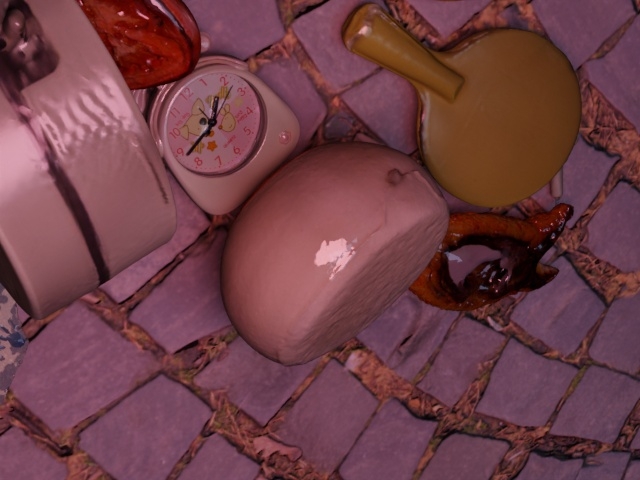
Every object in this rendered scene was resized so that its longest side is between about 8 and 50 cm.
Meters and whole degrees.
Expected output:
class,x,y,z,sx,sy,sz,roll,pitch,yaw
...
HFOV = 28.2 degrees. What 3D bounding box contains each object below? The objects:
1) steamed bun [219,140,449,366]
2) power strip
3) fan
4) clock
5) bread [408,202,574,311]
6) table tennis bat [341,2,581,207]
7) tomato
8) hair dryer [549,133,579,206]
class,x,y,z,sx,sy,sz,roll,pitch,yaw
steamed bun,0.000,0.000,1.442,0.283,0.177,0.283,-40,162,-16
power strip,-0.283,-0.108,1.160,0.161,0.357,0.358,-32,121,-17
fan,-0.385,0.111,1.396,0.131,0.009,0.240,1,109,-29
clock,-0.124,-0.134,1.412,0.151,0.062,0.191,-45,123,-6
bread,0.211,0.018,1.648,0.268,0.095,0.139,-11,127,-38
table tennis bat,0.172,-0.177,1.552,0.368,0.054,0.224,27,95,-30
tomato,-0.206,-0.240,1.290,0.174,0.166,0.082,57,38,-35
hair dryer,0.307,-0.098,1.686,0.063,0.038,0.124,-20,125,-19
